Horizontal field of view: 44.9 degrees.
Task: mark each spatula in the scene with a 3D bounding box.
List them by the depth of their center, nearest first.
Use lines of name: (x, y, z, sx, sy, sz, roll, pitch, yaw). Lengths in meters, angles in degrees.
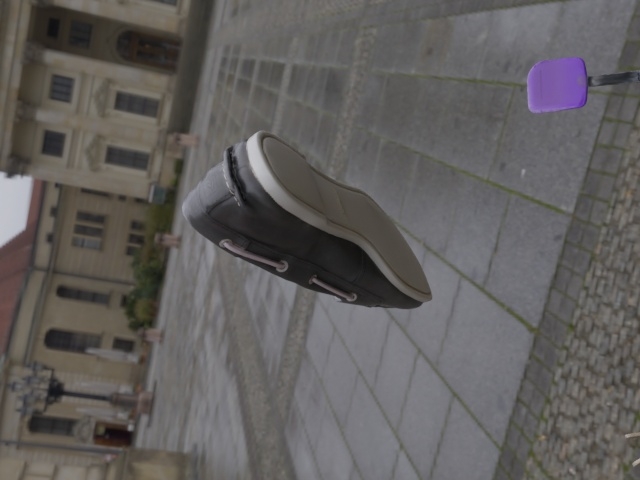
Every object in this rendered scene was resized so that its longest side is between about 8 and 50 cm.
spatula: (0.479, -0.257, 1.221, 0.030, 0.297, 0.084, -36, -59, -73)

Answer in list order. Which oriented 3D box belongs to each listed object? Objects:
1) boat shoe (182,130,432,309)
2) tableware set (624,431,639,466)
boat shoe: (0.000, 0.000, 0.763, 0.096, 0.335, 0.112, -29, 56, 20)
tableware set: (0.433, 0.183, 0.866, 0.039, 0.128, 0.194, 63, 143, 30)
